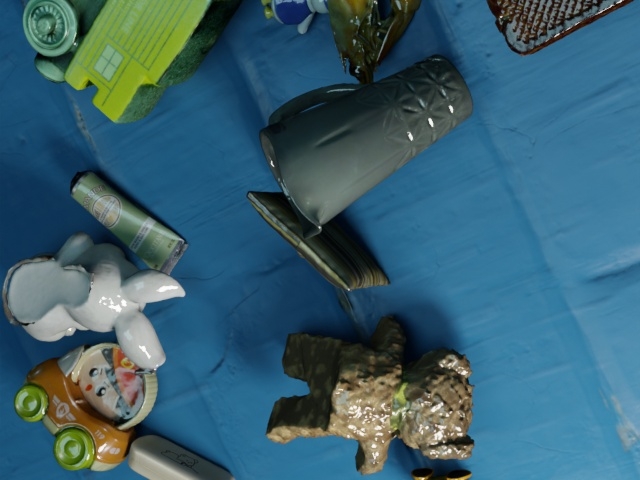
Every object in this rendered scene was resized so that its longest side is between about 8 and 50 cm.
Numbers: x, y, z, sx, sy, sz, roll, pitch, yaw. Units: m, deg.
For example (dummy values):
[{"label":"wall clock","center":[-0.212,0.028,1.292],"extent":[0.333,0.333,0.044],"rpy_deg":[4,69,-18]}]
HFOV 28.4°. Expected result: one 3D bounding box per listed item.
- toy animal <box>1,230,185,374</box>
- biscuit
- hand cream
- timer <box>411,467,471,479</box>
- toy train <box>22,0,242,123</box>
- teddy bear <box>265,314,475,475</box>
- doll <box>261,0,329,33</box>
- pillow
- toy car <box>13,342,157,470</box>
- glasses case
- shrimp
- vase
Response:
[{"label":"toy animal","center":[-0.389,0.099,2.124],"extent":[0.325,0.154,0.208],"rpy_deg":[22,101,30]},{"label":"biscuit","center":[0.400,-0.369,1.644],"extent":[0.388,0.073,0.107],"rpy_deg":[-26,87,30]},{"label":"hand cream","center":[-0.330,-0.036,2.130],"extent":[0.235,0.055,0.086],"rpy_deg":[40,120,7]},{"label":"timer","center":[0.186,0.405,1.919],"extent":[0.107,0.107,0.109],"rpy_deg":[-1,97,29]},{"label":"toy train","center":[-0.271,-0.386,1.952],"extent":[0.272,0.179,0.442],"rpy_deg":[41,117,6]},{"label":"teddy bear","center":[0.079,0.234,1.925],"extent":[0.296,0.223,0.246],"rpy_deg":[-15,60,60]},{"label":"doll","center":[-0.022,-0.356,1.884],"extent":[0.143,0.057,0.098],"rpy_deg":[-3,121,28]},{"label":"pillow","center":[0.000,0.000,1.865],"extent":[0.208,0.212,0.052],"rpy_deg":[45,103,13]},{"label":"toy car","center":[-0.389,0.267,2.196],"extent":[0.235,0.145,0.235],"rpy_deg":[-1,85,16]},{"label":"glasses case","center":[-0.238,0.394,2.157],"extent":[0.196,0.083,0.050],"rpy_deg":[23,111,21]},{"label":"shrimp","center":[0.076,-0.337,1.826],"extent":[0.145,0.061,0.267],"rpy_deg":[-1,106,-6]},{"label":"vase","center":[0.057,-0.153,1.770],"extent":[0.251,0.301,0.156],"rpy_deg":[50,166,43]}]
